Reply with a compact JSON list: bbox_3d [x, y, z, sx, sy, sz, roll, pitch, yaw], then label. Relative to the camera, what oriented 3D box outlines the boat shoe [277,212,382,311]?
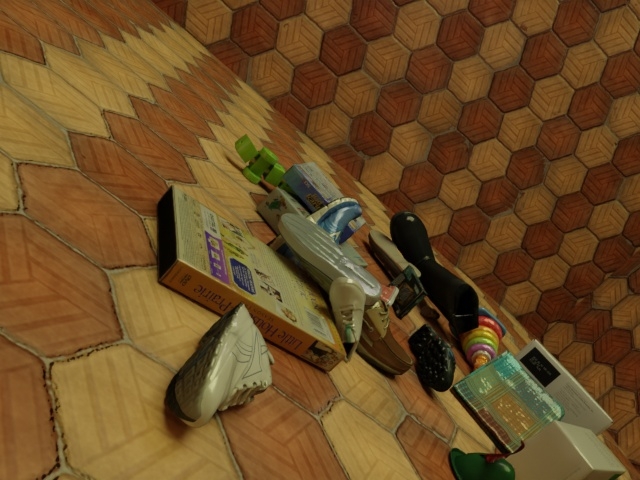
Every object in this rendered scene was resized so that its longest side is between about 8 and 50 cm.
[{"bbox_3d":[0.006,0.060,1.384,0.302,0.094,0.109,43,35,11],"label":"boat shoe"}]

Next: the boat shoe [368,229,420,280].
[{"bbox_3d":[0.270,0.080,2.333,0.112,0.096,0.335,7,30,-34],"label":"boat shoe"}]

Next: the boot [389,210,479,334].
[{"bbox_3d":[0.433,0.109,2.263,0.367,0.146,0.445,63,0,-25],"label":"boot"}]

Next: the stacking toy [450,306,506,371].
[{"bbox_3d":[0.586,0.402,2.158,0.165,0.175,0.302,43,26,-8],"label":"stacking toy"}]

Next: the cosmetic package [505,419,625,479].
[{"bbox_3d":[0.674,0.624,1.626,0.365,0.197,0.155,24,24,-48],"label":"cosmetic package"}]

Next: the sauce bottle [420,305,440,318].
[{"bbox_3d":[0.420,0.275,2.231,0.128,0.042,0.042,24,24,-55],"label":"sauce bottle"}]

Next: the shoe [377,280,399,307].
[{"bbox_3d":[0.202,0.164,1.917,0.081,0.063,0.178,48,19,-1],"label":"shoe"}]

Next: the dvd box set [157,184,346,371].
[{"bbox_3d":[-0.147,0.077,1.229,0.420,0.062,0.308,34,17,-31],"label":"dvd box set"}]

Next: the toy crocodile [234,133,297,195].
[{"bbox_3d":[-0.147,-0.217,1.955,0.340,0.115,0.105,36,16,-26],"label":"toy crocodile"}]

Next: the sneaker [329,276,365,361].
[{"bbox_3d":[0.062,0.179,1.304,0.094,0.080,0.212,-86,171,-52],"label":"sneaker"}]

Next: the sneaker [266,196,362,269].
[{"bbox_3d":[0.000,0.000,1.555,0.330,0.129,0.147,-36,93,-35],"label":"sneaker"}]

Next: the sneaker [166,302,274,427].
[{"bbox_3d":[-0.128,0.192,0.878,0.129,0.111,0.297,48,15,-5],"label":"sneaker"}]

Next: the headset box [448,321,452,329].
[{"bbox_3d":[0.552,0.357,2.379,0.062,0.032,0.083,42,15,-5],"label":"headset box"}]

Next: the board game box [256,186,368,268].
[{"bbox_3d":[-0.021,-0.008,1.743,0.303,0.097,0.224,50,15,19],"label":"board game box"}]

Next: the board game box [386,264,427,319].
[{"bbox_3d":[0.287,0.173,2.000,0.026,0.126,0.186,38,16,-21],"label":"board game box"}]

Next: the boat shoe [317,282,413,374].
[{"bbox_3d":[0.114,0.199,1.469,0.324,0.120,0.122,42,14,-5],"label":"boat shoe"}]

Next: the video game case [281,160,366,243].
[{"bbox_3d":[0.018,-0.123,1.828,0.269,0.061,0.244,49,15,2],"label":"video game case"}]

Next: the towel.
[{"bbox_3d":[0.584,0.494,1.815,0.370,0.040,0.271,-11,52,-47],"label":"towel"}]

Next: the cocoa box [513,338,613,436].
[{"bbox_3d":[0.785,0.549,2.031,0.347,0.231,0.228,50,9,25],"label":"cocoa box"}]

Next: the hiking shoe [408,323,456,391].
[{"bbox_3d":[0.350,0.347,1.697,0.132,0.113,0.304,40,15,-11],"label":"hiking shoe"}]

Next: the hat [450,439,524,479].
[{"bbox_3d":[0.411,0.492,1.307,0.173,0.183,0.208,42,14,-7],"label":"hat"}]
